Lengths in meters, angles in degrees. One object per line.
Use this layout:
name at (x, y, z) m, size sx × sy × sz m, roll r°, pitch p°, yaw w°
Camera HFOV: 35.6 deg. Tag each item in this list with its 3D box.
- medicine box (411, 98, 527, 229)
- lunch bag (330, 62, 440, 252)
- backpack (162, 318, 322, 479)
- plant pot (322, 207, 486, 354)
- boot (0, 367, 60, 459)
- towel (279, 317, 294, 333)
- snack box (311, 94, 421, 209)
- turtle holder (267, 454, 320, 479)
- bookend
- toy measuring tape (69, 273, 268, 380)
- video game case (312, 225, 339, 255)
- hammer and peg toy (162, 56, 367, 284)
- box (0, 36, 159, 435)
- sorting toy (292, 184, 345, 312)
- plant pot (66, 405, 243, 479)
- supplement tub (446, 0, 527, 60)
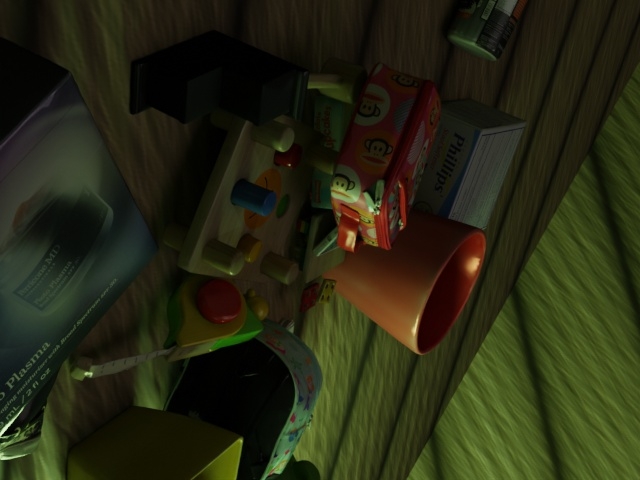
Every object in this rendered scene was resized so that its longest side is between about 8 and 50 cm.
medicine box at (0.289, -0.151, 2.128) m, size 0.289 × 0.149 × 0.264 m, roll -17°, pitch 130°, yaw -58°
lunch bag at (0.089, -0.105, 1.525) m, size 0.293 × 0.120 × 0.258 m, roll 69°, pitch 43°, yaw -75°
backpack at (-0.117, 0.251, 1.618) m, size 0.191 × 0.225 × 0.254 m, roll -21°, pitch 137°, yaw -61°
plant pot at (0.153, 0.051, 1.943) m, size 0.275 × 0.243 × 0.275 m, roll -46°, pitch 152°, yaw -34°
boot at (-0.383, 0.170, 1.167) m, size 0.179 × 0.085 × 0.236 m, roll -67°, pitch 163°, yaw 4°
towel at (-0.095, 0.229, 1.905) m, size 0.113 × 0.023 × 0.152 m, roll -39°, pitch 149°, yaw -39°
snack box at (0.091, -0.173, 1.755) m, size 0.322 × 0.060 × 0.187 m, roll -21°, pitch 117°, yaw -57°
turtle holder at (-0.159, 0.448, 1.792) m, size 0.227 × 0.243 × 0.320 m, roll -58°, pitch -159°, yaw 27°
bookend at (-0.123, -0.184, 1.233) m, size 0.156 × 0.157 × 0.072 m, roll -37°, pitch 145°, yaw -47°
toy measuring tape at (-0.219, 0.114, 1.453) m, size 0.330 × 0.121 × 0.121 m, roll -11°, pitch 127°, yaw -37°
video game case at (0.072, -0.036, 1.766) m, size 0.143 × 0.019 × 0.157 m, roll -45°, pitch 168°, yaw 32°
hammer and peg toy at (-0.077, -0.115, 1.442) m, size 0.266 × 0.127 × 0.361 m, roll 13°, pitch 100°, yaw -66°
box at (-0.342, 0.004, 0.953) m, size 0.296 × 0.182 × 0.294 m, roll -53°, pitch 153°, yaw -23°
sorting toy at (0.000, 0.000, 1.812) m, size 0.132 × 0.046 × 0.275 m, roll -29°, pitch 135°, yaw -52°
plant pot at (-0.264, 0.374, 1.494) m, size 0.212 × 0.187 × 0.212 m, roll -34°, pitch 144°, yaw -49°
supplement tub at (0.334, -0.457, 1.940) m, size 0.190 × 0.117 × 0.117 m, roll -65°, pitch 157°, yaw 3°
